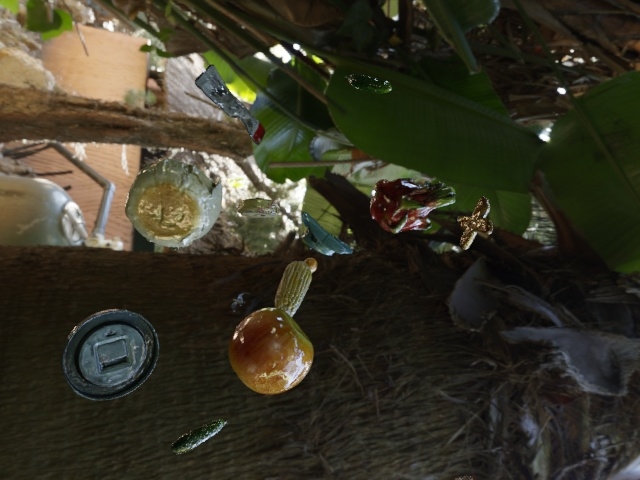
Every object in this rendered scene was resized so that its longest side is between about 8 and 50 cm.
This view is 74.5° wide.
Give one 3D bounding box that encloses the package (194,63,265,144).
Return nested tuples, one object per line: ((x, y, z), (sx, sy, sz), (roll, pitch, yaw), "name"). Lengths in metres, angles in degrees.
((-0.246, -0.385, 1.197), (0.030, 0.239, 0.154), (-34, -153, 25), "package")

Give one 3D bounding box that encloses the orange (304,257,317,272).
((-0.053, 0.131, 2.215), (0.083, 0.070, 0.083), (3, 90, -84), "orange")

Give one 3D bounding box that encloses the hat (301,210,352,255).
((0.000, 0.000, 1.206), (0.078, 0.191, 0.138), (-51, -167, 4), "hat")

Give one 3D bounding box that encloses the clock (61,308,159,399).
((-0.530, 0.285, 1.068), (0.049, 0.226, 0.225), (2, -93, 51), "clock")

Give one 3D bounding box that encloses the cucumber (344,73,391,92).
((0.125, -0.401, 1.079), (0.168, 0.039, 0.039), (33, -62, 41), "cucumber")

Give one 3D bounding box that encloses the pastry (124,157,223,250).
((-0.258, -0.064, 0.748), (0.088, 0.166, 0.165), (-97, -159, -60), "pastry")

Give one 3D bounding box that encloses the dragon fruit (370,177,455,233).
((0.289, -0.124, 1.353), (0.200, 0.269, 0.198), (-87, 153, -63), "dragon fruit")

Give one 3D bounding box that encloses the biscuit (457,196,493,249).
((0.641, -0.068, 1.748), (0.208, 0.047, 0.164), (122, -29, -64), "biscuit")

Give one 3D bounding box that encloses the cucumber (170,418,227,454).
((-0.474, 0.765, 1.654), (0.069, 0.228, 0.069), (34, -46, 44), "cucumber")

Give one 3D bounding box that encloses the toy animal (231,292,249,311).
((-0.276, 0.207, 1.416), (0.084, 0.028, 0.050), (-51, 163, 6), "toy animal")

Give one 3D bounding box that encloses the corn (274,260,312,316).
((-0.121, 0.206, 1.858), (0.347, 0.130, 0.130), (-67, 178, -54), "corn")

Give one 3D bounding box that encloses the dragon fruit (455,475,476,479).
((0.474, 0.788, 1.334), (0.083, 0.060, 0.056), (134, -67, -79), "dragon fruit")

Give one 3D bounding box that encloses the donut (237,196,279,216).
((-0.249, -0.131, 1.700), (0.175, 0.175, 0.068), (170, -80, -69), "donut")

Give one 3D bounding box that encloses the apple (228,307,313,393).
((-0.162, 0.355, 1.363), (0.233, 0.286, 0.286), (-41, -155, -3), "apple")
